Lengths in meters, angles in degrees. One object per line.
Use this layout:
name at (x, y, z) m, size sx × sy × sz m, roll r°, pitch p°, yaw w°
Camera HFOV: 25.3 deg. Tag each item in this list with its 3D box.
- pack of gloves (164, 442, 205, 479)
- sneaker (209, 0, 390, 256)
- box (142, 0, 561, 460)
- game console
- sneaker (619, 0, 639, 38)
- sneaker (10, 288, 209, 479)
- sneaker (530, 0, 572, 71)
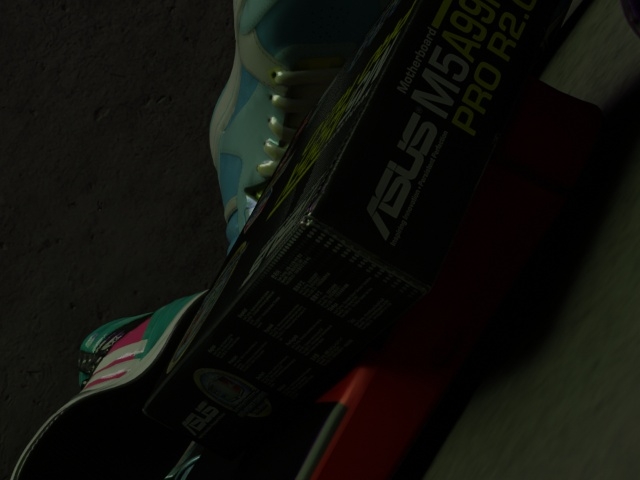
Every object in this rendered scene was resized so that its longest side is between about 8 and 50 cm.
pack of gloves at (-0.154, 0.234, 1.306) m, size 0.232 × 0.046 × 0.195 m, roll -53°, pitch 5°, yaw 28°
sneaker at (-0.001, -0.069, 1.029) m, size 0.319 × 0.127 × 0.208 m, roll 107°, pitch 157°, yaw -58°
box at (0.015, -0.026, 0.703) m, size 0.216 × 0.060 × 0.270 m, roll -62°, pitch 7°, yaw -29°
game console at (0.006, 0.084, 0.795) m, size 0.342 × 0.060 × 0.386 m, roll -61°, pitch 6°, yaw -12°
sneaker at (0.145, -0.113, 0.534) m, size 0.104 × 0.095 × 0.236 m, roll -64°, pitch 7°, yaw -1°
sneaker at (-0.193, 0.157, 1.324) m, size 0.295 × 0.123 × 0.178 m, roll -42°, pitch 11°, yaw -32°
sneaker at (0.117, -0.127, 0.962) m, size 0.081 × 0.080 × 0.211 m, roll -83°, pitch 17°, yaw -64°
